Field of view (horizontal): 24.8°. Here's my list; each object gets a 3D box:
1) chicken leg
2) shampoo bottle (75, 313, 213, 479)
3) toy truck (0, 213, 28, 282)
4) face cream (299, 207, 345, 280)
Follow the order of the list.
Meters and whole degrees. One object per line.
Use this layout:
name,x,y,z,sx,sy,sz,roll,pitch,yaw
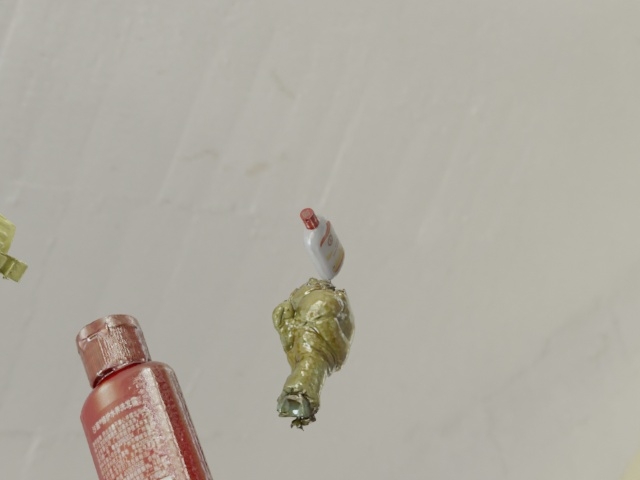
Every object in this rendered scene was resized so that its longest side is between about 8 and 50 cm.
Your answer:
chicken leg,-0.014,0.121,1.682,0.227,0.088,0.103,-65,-25,-53
shampoo bottle,-0.169,0.222,1.445,0.118,0.314,0.076,-39,-33,25
toy truck,-0.458,-0.011,1.682,0.157,0.272,0.124,39,-107,-46
face cream,0.000,0.000,1.332,0.040,0.021,0.083,-67,-30,-29
